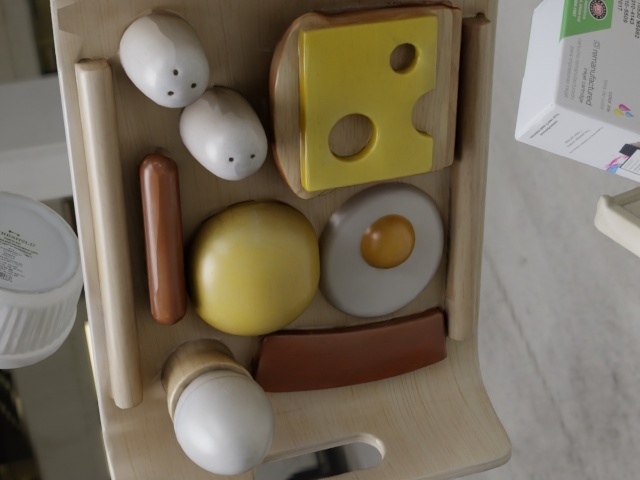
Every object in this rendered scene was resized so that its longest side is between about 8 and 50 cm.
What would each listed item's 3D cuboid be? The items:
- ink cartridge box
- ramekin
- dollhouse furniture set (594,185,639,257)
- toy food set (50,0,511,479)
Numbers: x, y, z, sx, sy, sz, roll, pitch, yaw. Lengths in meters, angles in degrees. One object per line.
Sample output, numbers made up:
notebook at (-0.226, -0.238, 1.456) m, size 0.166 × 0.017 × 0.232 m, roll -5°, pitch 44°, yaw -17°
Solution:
ink cartridge box at (0.410, -0.196, 1.565) m, size 0.117 × 0.278 × 0.201 m, roll 134°, pitch 150°, yaw -64°
ramekin at (-0.372, 0.036, 1.403) m, size 0.109 × 0.207 × 0.207 m, roll -56°, pitch 39°, yaw 37°
dollhouse furniture set at (0.530, 0.040, 1.634) m, size 0.301 × 0.197 × 0.151 m, roll 43°, pitch 143°, yaw 48°
toy food set at (0.000, 0.000, 0.578) m, size 0.092 × 0.219 × 0.306 m, roll -127°, pitch 32°, yaw -56°
